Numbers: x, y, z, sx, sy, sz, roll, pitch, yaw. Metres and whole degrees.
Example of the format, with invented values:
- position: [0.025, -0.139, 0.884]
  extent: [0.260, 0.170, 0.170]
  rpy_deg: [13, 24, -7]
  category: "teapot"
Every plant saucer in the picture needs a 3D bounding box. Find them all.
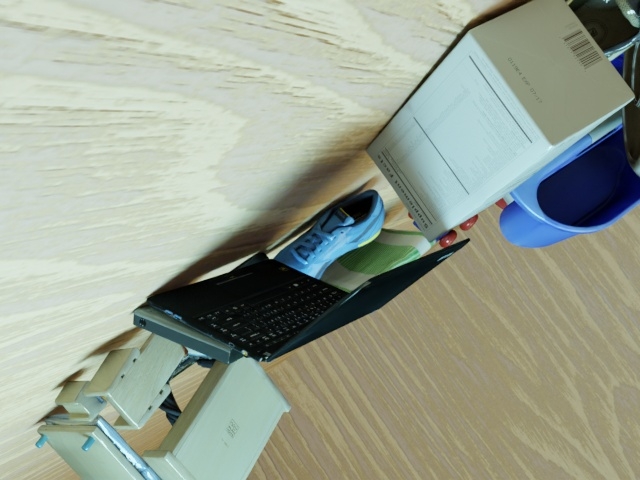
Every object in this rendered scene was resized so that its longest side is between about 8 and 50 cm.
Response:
- position: [0.416, -0.209, 1.077]
  extent: [0.050, 0.310, 0.310]
  rpy_deg: [1, 177, 10]
  category: "plant saucer"

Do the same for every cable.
- position: [-0.181, 0.229, 1.359]
  extent: [0.150, 0.184, 0.047]
  rpy_deg: [-36, 147, -9]
  category: "cable"

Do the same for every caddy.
- position: [0.373, -0.141, 1.272]
  extent: [0.341, 0.241, 0.179]
  rpy_deg: [-32, 178, -25]
  category: "caddy"

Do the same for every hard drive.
- position: [-0.130, 0.097, 0.987]
  extent: [0.094, 0.135, 0.022]
  rpy_deg: [-22, 125, -57]
  category: "hard drive"

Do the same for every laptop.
- position: [-0.013, 0.035, 0.973]
  extent: [0.234, 0.264, 0.136]
  rpy_deg: [-16, 124, -54]
  category: "laptop"

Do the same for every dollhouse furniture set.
- position: [-0.253, 0.234, 1.214]
  extent: [0.303, 0.286, 0.198]
  rpy_deg: [-10, -146, 38]
  category: "dollhouse furniture set"

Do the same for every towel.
- position: [0.033, 0.073, 1.545]
  extent: [0.325, 0.038, 0.248]
  rpy_deg: [-32, -168, -15]
  category: "towel"

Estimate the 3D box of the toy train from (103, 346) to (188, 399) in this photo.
- position: [-0.254, 0.193, 1.284]
  extent: [0.125, 0.046, 0.166]
  rpy_deg: [-25, 166, -50]
  category: "toy train"

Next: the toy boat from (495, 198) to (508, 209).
- position: [0.426, -0.155, 1.858]
  extent: [0.151, 0.151, 0.231]
  rpy_deg: [3, 153, -24]
  category: "toy boat"

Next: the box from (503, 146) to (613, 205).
- position: [0.467, -0.205, 1.525]
  extent: [0.345, 0.168, 0.215]
  rpy_deg: [-34, 171, -5]
  category: "box"

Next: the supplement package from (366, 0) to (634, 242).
- position: [0.177, -0.122, 0.921]
  extent: [0.134, 0.139, 0.244]
  rpy_deg: [-30, 172, -29]
  category: "supplement package"

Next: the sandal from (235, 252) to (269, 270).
- position: [-0.136, 0.082, 1.149]
  extent: [0.179, 0.040, 0.067]
  rpy_deg: [-35, 173, -2]
  category: "sandal"

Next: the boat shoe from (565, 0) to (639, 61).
- position: [0.332, -0.258, 0.916]
  extent: [0.285, 0.103, 0.092]
  rpy_deg: [-35, 179, 43]
  category: "boat shoe"

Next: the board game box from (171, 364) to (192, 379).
- position: [-0.243, 0.207, 1.482]
  extent: [0.186, 0.026, 0.126]
  rpy_deg: [-35, 172, -5]
  category: "board game box"

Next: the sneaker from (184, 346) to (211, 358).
- position: [-0.111, 0.116, 1.378]
  extent: [0.237, 0.086, 0.085]
  rpy_deg: [-23, -154, -12]
  category: "sneaker"

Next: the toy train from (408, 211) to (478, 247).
- position: [0.251, -0.062, 1.750]
  extent: [0.143, 0.105, 0.248]
  rpy_deg: [-46, 178, -30]
  category: "toy train"

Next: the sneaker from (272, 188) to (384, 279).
- position: [0.000, 0.000, 1.169]
  extent: [0.209, 0.069, 0.082]
  rpy_deg: [-36, 154, -19]
  category: "sneaker"
